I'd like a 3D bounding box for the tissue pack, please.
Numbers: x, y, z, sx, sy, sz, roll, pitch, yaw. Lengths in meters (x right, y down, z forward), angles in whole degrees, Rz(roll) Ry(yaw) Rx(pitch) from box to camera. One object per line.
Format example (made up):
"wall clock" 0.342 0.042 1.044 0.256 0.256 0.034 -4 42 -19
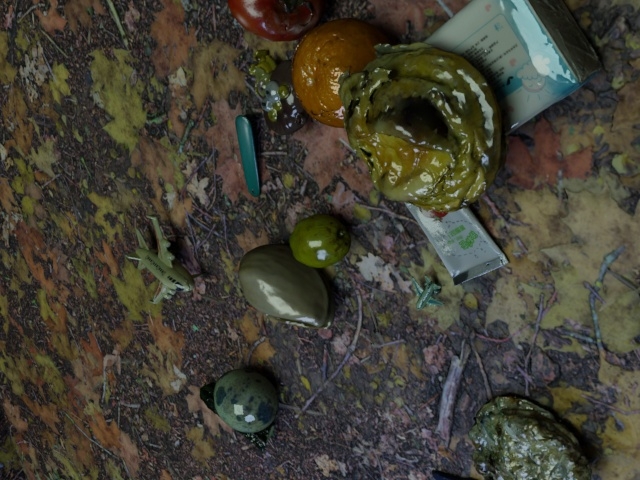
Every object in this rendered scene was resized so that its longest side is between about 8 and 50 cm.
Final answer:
"tissue pack" 0.258 -0.257 1.192 0.271 0.124 0.201 -33 85 44

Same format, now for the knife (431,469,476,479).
"knife" 0.271 0.485 1.581 0.121 0.018 0.031 6 119 41

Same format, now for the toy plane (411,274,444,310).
"toy plane" 0.199 0.100 1.468 0.080 0.033 0.083 40 137 22

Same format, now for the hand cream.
"hand cream" 0.193 -0.077 1.383 0.121 0.076 0.336 -33 91 47

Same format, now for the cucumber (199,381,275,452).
"cucumber" -0.213 0.430 1.958 0.265 0.077 0.077 28 125 29

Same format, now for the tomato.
"tomato" -0.078 -0.445 1.388 0.151 0.187 0.187 50 138 45

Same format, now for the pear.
"pear" 0.000 0.000 1.558 0.131 0.107 0.107 -19 95 34

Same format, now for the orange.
"orange" 0.045 -0.286 1.346 0.193 0.161 0.193 5 97 45

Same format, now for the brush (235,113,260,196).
"brush" -0.146 -0.181 1.665 0.043 0.032 0.193 17 131 32

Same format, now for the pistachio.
"pistachio" -0.070 0.103 1.643 0.238 0.138 0.153 43 97 19

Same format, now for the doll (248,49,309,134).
"doll" -0.084 -0.282 1.519 0.188 0.096 0.145 30 119 42

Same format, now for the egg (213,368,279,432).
"egg" -0.181 0.375 1.859 0.181 0.141 0.141 28 125 41

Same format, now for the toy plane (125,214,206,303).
"toy plane" -0.384 0.064 1.934 0.256 0.104 0.242 22 119 34

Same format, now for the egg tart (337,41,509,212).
"egg tart" 0.132 -0.158 1.183 0.297 0.132 0.297 25 133 31

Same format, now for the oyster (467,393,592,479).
"oyster" 0.369 0.389 1.403 0.259 0.092 0.198 22 118 38
